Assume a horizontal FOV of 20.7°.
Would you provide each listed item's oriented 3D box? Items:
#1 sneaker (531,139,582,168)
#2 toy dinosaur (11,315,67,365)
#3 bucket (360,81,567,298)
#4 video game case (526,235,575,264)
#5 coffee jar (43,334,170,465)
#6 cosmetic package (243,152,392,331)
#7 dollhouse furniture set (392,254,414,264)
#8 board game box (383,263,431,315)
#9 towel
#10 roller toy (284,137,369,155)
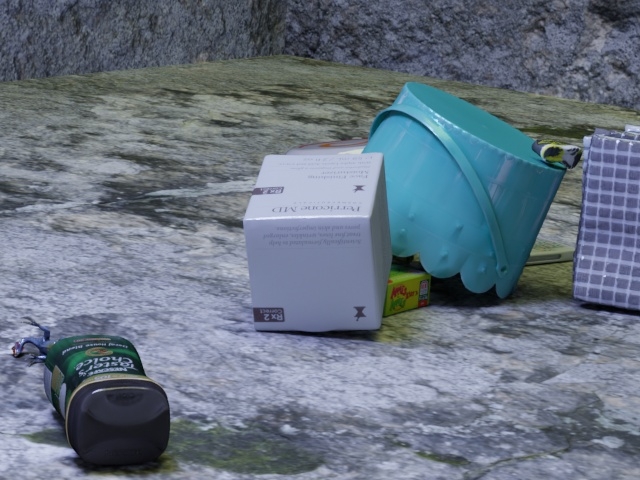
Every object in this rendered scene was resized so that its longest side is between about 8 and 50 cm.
[{"bbox_3d":[0.302,-0.115,2.233,0.083,0.031,0.035,11,21,-48],"label":"sneaker"},{"bbox_3d":[-0.291,0.121,1.880,0.090,0.047,0.082,35,-17,-34],"label":"toy dinosaur"},{"bbox_3d":[0.173,-0.072,2.285,0.281,0.183,0.281,25,14,-7],"label":"bucket"},{"bbox_3d":[0.269,0.008,2.530,0.143,0.019,0.157,-5,15,-35],"label":"video game case"},{"bbox_3d":[-0.201,0.149,1.647,0.096,0.079,0.184,-1,14,-18],"label":"coffee jar"},{"bbox_3d":[0.000,0.000,2.083,0.151,0.151,0.183,-2,26,8],"label":"cosmetic package"},{"bbox_3d":[0.071,0.031,2.366,0.076,0.058,0.152,19,37,26],"label":"dollhouse furniture set"},{"bbox_3d":[0.040,0.050,2.226,0.181,0.043,0.092,14,17,37],"label":"board game box"},{"bbox_3d":[0.460,-0.017,2.225,0.284,0.235,0.121,8,19,19],"label":"towel"},{"bbox_3d":[0.044,-0.067,2.506,0.209,0.146,0.191,-12,9,-43],"label":"roller toy"}]
